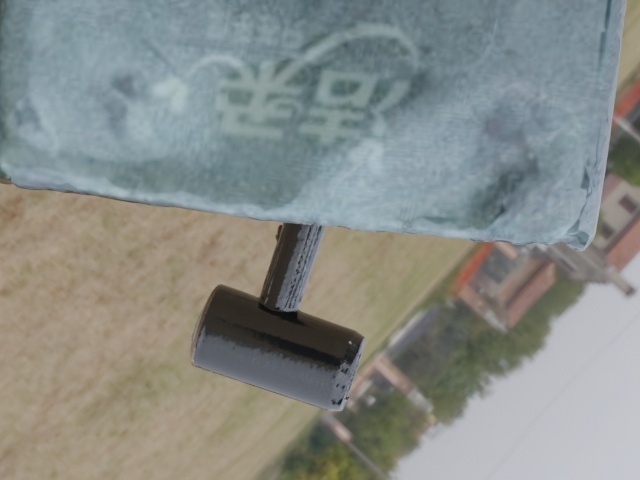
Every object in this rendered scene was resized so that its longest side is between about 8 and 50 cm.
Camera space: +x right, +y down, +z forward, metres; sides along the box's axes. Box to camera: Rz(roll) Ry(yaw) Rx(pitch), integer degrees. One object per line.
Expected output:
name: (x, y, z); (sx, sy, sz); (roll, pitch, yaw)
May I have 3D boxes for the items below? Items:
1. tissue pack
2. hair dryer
tissue pack: (0.004, -0.134, 0.346); (0.081, 0.185, 0.257); (-145, -118, -86)
hair dryer: (0.000, 0.000, 0.859); (0.070, 0.128, 0.255); (-4, 114, -84)
